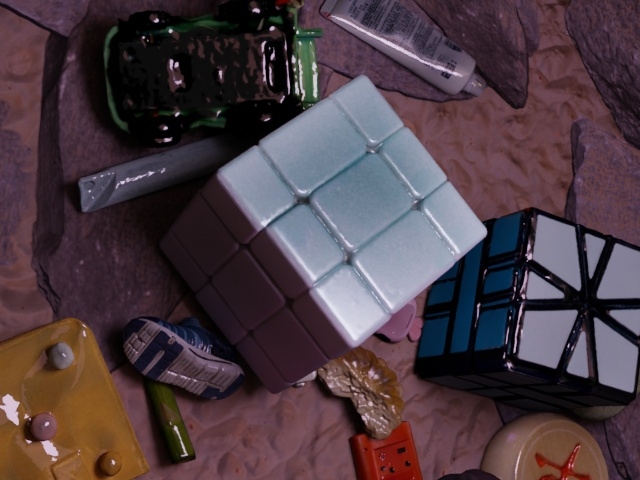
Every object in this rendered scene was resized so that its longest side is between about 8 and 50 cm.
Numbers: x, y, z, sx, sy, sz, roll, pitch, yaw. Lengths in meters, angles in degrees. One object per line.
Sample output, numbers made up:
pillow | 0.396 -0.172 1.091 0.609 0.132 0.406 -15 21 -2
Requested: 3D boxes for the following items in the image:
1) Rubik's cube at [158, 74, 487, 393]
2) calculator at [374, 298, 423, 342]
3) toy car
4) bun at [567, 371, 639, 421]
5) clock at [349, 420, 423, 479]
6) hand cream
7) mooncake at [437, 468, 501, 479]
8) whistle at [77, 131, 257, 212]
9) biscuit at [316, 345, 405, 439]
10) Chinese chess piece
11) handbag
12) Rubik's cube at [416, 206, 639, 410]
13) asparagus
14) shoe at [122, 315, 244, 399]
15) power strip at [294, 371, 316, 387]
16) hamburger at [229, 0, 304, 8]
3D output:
Rubik's cube | -0.004 -0.004 1.679 0.322 0.319 0.316 -38 89 -31
calculator | 0.117 0.121 1.922 0.166 0.024 0.103 34 67 -21
toy car | -0.159 -0.265 1.750 0.358 0.176 0.213 -7 96 -6
bun | 0.523 0.230 2.064 0.212 0.126 0.204 -30 122 -23
clock | 0.121 0.389 1.859 0.113 0.061 0.155 -11 85 -28
hand cream | 0.161 -0.367 2.016 0.340 0.078 0.124 32 68 -12
mooncake | 0.172 0.540 1.741 0.381 0.212 0.351 4 99 -33
whistle | -0.242 -0.115 1.747 0.312 0.062 0.062 -20 91 -30
biscuit | 0.076 0.235 1.840 0.183 0.061 0.118 43 52 5
Chinese chess piece | 0.408 0.437 1.983 0.250 0.097 0.251 6 78 -28
handbag | -0.456 0.300 1.531 0.401 0.133 0.283 -25 99 -29
Rubik's cube | 0.368 0.129 1.908 0.293 0.283 0.288 20 73 -21
asparagus | -0.240 0.260 1.698 0.045 0.041 0.178 6 59 -62
shoe | -0.212 0.168 1.701 0.207 0.091 0.106 28 30 -30
power strip | -0.060 0.150 1.815 0.081 0.035 0.192 -6 83 -29
hamburger | -0.069 -0.510 1.789 0.212 0.274 0.274 -2 82 -26
